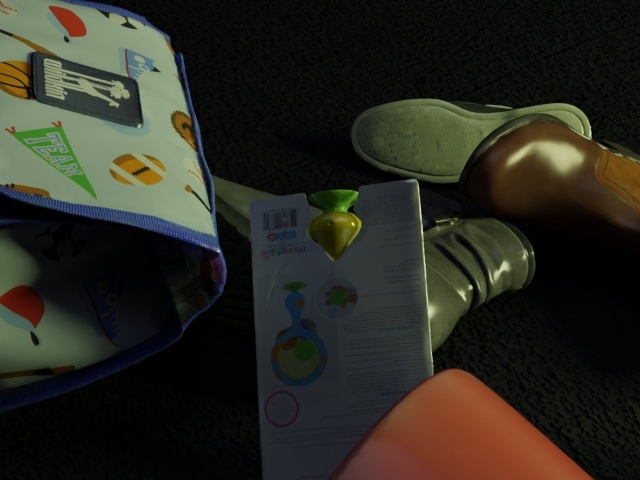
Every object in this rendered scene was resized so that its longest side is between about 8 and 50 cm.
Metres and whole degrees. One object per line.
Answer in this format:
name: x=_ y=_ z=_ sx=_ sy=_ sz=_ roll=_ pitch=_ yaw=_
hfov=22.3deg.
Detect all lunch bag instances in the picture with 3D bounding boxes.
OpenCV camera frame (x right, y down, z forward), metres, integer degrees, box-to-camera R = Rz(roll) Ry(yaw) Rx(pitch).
lunch bag: x=-0.280 y=-0.036 z=1.278 sx=0.386 sy=0.238 sz=0.327 roll=-13 pitch=41 yaw=-3

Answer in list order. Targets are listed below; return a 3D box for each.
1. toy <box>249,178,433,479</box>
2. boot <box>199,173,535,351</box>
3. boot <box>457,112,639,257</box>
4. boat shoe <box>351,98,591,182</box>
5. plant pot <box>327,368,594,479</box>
toy: x=0.022 y=0.079 z=1.250 sx=0.137 sy=0.237 sz=0.056 roll=-7 pitch=-10 yaw=15
boot: x=0.000 y=0.000 z=1.432 sx=0.338 sy=0.118 sz=0.223 roll=31 pitch=36 yaw=21
boot: x=0.282 y=0.008 z=1.410 sx=0.264 sy=0.096 sz=0.280 roll=14 pitch=24 yaw=-46
boat shoe: x=0.148 y=-0.095 z=1.606 sx=0.233 sy=0.084 sz=0.079 roll=1 pitch=-3 yaw=7
plant pot: x=0.112 y=0.249 z=0.967 sx=0.243 sy=0.275 sz=0.275 roll=32 pitch=43 yaw=20
